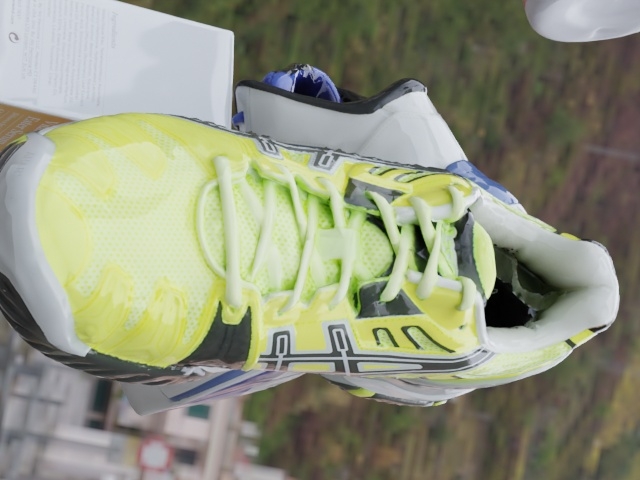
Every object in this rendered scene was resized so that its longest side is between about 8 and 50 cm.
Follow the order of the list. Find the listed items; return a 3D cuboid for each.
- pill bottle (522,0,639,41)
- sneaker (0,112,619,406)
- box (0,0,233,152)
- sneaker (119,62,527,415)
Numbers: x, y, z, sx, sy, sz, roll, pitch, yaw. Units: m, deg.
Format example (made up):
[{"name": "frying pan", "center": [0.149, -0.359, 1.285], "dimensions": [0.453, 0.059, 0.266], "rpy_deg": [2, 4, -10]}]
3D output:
[{"name": "pill bottle", "center": [0.227, -0.331, 1.654], "dimensions": [0.161, 0.161, 0.283], "rpy_deg": [111, -32, -69]}, {"name": "sneaker", "center": [0.000, 0.000, 0.973], "dimensions": [0.147, 0.384, 0.145], "rpy_deg": [-18, -108, 42]}, {"name": "box", "center": [-0.161, -0.096, 1.261], "dimensions": [0.130, 0.170, 0.091], "rpy_deg": [-28, -124, 55]}, {"name": "sneaker", "center": [-0.018, -0.017, 1.310], "dimensions": [0.315, 0.127, 0.182], "rpy_deg": [-33, -106, 30]}]
